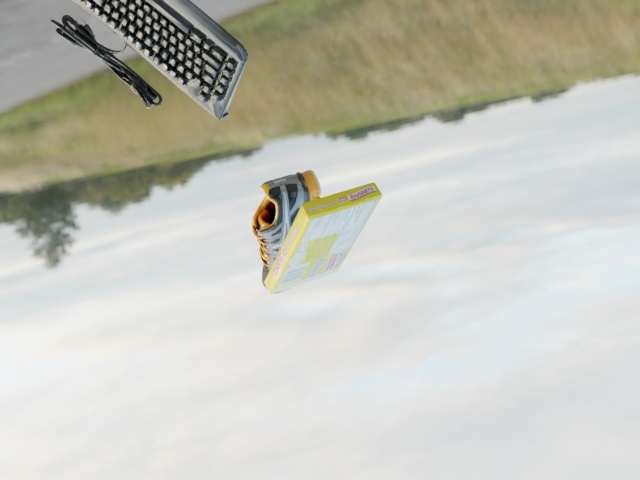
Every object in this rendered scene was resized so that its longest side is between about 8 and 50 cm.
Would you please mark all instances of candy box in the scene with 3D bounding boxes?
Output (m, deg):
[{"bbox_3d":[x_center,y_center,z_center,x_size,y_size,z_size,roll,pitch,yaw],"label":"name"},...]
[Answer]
[{"bbox_3d":[0.000,0.000,1.593,0.105,0.027,0.206,-20,159,-26],"label":"candy box"}]

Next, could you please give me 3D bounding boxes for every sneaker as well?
[{"bbox_3d":[-0.063,-0.012,1.840,0.083,0.215,0.084,-4,-142,-25],"label":"sneaker"}]

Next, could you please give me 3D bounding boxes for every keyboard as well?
[{"bbox_3d":[-0.230,-0.251,1.495,0.033,0.317,0.201,-43,168,-36],"label":"keyboard"}]
